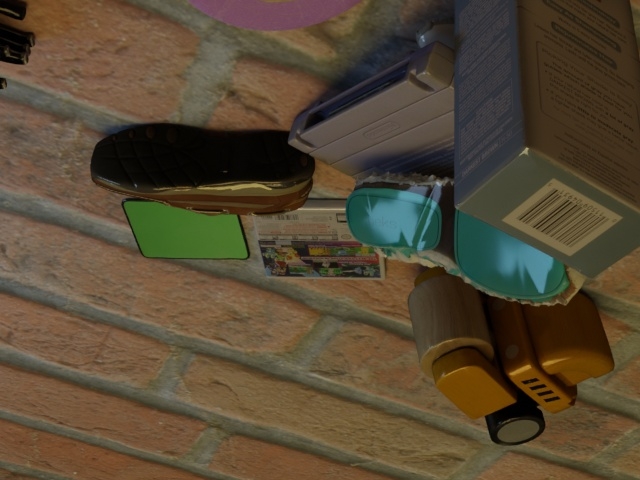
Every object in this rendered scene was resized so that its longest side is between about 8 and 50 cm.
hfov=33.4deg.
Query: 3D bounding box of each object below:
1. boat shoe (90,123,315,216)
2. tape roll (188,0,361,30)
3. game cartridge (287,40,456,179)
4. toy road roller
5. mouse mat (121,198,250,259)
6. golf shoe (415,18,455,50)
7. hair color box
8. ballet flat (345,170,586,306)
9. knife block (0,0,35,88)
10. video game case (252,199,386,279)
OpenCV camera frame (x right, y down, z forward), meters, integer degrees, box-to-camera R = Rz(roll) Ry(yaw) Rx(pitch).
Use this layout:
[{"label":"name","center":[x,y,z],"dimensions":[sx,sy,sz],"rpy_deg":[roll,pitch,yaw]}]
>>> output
[{"label":"boat shoe","center":[-0.169,-0.084,1.546],"dimensions":[0.324,0.123,0.120],"rpy_deg":[5,145,6]},{"label":"tape roll","center":[-0.042,-0.359,1.139],"dimensions":[0.274,0.090,0.275],"rpy_deg":[-8,142,-7]},{"label":"game cartridge","center":[0.135,-0.138,1.386],"dimensions":[0.230,0.068,0.355],"rpy_deg":[22,161,-24]},{"label":"toy road roller","center":[0.316,0.160,1.711],"dimensions":[0.240,0.202,0.329],"rpy_deg":[-30,134,22]},{"label":"mouse mat","center":[-0.216,-0.017,1.728],"dimensions":[0.189,0.007,0.153],"rpy_deg":[0,141,8]},{"label":"golf shoe","center":[0.197,-0.214,1.344],"dimensions":[0.176,0.086,0.069],"rpy_deg":[25,141,-18]},{"label":"hair color box","center":[0.251,-0.163,1.163],"dimensions":[0.185,0.374,0.113],"rpy_deg":[26,136,-21]},{"label":"ballet flat","center":[0.195,-0.024,1.322],"dimensions":[0.147,0.147,0.409],"rpy_deg":[43,166,-36]},{"label":"knife block","center":[-0.519,-0.300,1.381],"dimensions":[0.276,0.242,0.088],"rpy_deg":[51,143,19]},{"label":"video game case","center":[0.000,0.000,1.698],"dimensions":[0.201,0.023,0.183],"rpy_deg":[0,141,8]}]
